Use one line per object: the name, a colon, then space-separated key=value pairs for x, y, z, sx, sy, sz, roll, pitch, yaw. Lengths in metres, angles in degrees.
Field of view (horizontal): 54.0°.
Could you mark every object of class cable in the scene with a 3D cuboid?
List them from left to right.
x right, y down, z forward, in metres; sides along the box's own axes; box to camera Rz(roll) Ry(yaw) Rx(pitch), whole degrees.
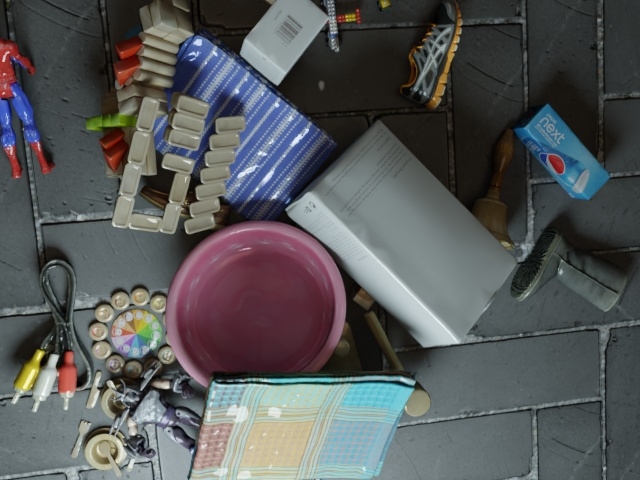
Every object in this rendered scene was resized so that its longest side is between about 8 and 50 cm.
cable: x=-0.491 y=0.183 z=1.197 sx=0.139 sy=0.072 sz=0.288 roll=11 pitch=95 yaw=-15

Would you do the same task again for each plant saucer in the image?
plant saucer: x=-0.116 y=0.129 z=1.168 sx=0.331 sy=0.084 sz=0.332 roll=-2 pitch=69 yaw=4

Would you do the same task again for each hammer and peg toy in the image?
hammer and peg toy: x=0.017 y=0.290 z=1.260 sx=0.361 sy=0.127 sz=0.266 roll=-17 pitch=97 yaw=-6

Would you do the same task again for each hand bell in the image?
hand bell: x=0.358 y=-0.113 z=1.286 sx=0.126 sy=0.126 sz=0.242 roll=16 pitch=83 yaw=-10

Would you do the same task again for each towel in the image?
towel: x=-0.165 y=-0.198 z=1.181 sx=0.336 sy=0.040 sz=0.243 roll=38 pitch=110 yaw=-11
towel: x=-0.031 y=0.337 z=1.113 sx=0.369 sy=0.040 sz=0.272 roll=5 pitch=121 yaw=-20

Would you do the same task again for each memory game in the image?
memory game: x=-0.364 y=0.185 z=1.246 sx=0.186 sy=0.012 sz=0.186 roll=-1 pitch=98 yaw=-8

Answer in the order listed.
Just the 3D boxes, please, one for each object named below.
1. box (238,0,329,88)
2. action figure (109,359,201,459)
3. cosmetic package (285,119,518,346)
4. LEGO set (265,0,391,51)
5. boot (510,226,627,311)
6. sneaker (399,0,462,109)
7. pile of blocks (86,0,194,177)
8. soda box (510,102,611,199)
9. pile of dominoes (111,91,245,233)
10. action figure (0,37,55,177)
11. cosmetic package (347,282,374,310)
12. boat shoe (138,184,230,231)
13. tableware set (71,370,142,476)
box: x=-0.073 y=-0.360 z=1.137 sx=0.091 sy=0.170 sz=0.130 roll=38 pitch=83 yaw=-11
action figure: x=-0.282 y=0.353 z=1.226 sx=0.285 sy=0.099 sz=0.185 roll=35 pitch=90 yaw=-15
cosmetic package: x=0.154 y=-0.005 z=1.183 sx=0.385 sy=0.156 sz=0.217 roll=47 pitch=68 yaw=-6
LEGO set: x=0.014 y=-0.485 z=1.200 sx=0.244 sy=0.060 sz=0.183 roll=34 pitch=95 yaw=-11
boot: x=0.534 y=0.093 z=1.349 sx=0.208 sy=0.076 sz=0.190 roll=33 pitch=93 yaw=-18
sneaker: x=0.217 y=-0.371 z=1.232 sx=0.083 sy=0.084 sz=0.215 roll=13 pitch=96 yaw=-5
pile of blocks: x=-0.341 y=-0.277 z=1.103 sx=0.148 sy=0.112 sz=0.362 roll=25 pitch=103 yaw=25
soda box: x=0.498 y=-0.182 z=1.304 sx=0.210 sy=0.067 sz=0.071 roll=44 pitch=89 yaw=-10
pile of dominoes: x=-0.256 y=-0.134 z=1.133 sx=0.195 sy=0.040 sz=0.251 roll=10 pitch=105 yaw=-35
action figure: x=-0.556 y=-0.270 z=1.132 sx=0.091 sy=0.139 sz=0.281 roll=-11 pitch=121 yaw=-10
cosmetic package: x=0.109 y=0.081 z=1.281 sx=0.041 sy=0.060 sz=0.115 roll=36 pitch=89 yaw=-11
boat shoe: x=-0.258 y=-0.071 z=1.209 sx=0.177 sy=0.064 sz=0.060 roll=22 pitch=88 yaw=-17
tableware set: x=-0.411 y=0.370 z=1.248 sx=0.128 sy=0.039 sz=0.194 roll=18 pitch=94 yaw=-10
